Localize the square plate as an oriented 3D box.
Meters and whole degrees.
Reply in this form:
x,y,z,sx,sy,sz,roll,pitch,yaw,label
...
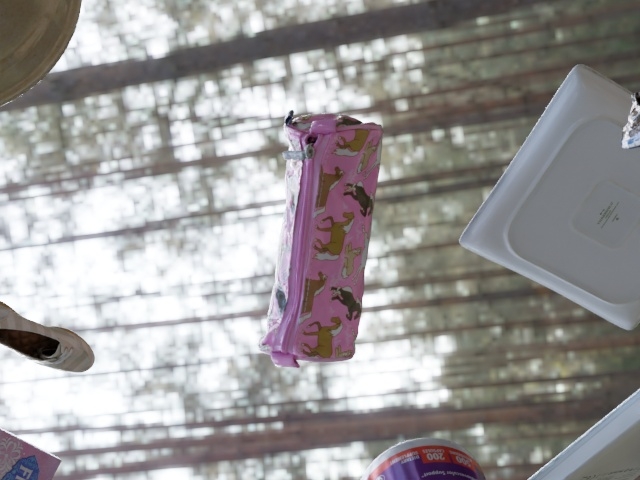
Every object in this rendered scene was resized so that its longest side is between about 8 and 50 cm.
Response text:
x,y,z,sx,sy,sz,roll,pitch,yaw,label
0.451,-0.052,2.344,0.347,0.344,0.049,-58,15,21,square plate

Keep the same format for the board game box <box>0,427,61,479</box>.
x,y,z,sx,sy,sz,roll,pitch,yaw,label
-0.528,0.341,1.840,0.318,0.066,0.319,35,-102,-34,board game box

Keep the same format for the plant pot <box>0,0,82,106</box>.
x,y,z,sx,sy,sz,roll,pitch,yaw,label
-0.459,-0.340,1.714,0.305,0.333,0.334,94,172,-80,plant pot

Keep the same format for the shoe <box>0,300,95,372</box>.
x,y,z,sx,sy,sz,roll,pitch,yaw,label
-0.456,0.167,2.397,0.219,0.076,0.058,30,-161,-31,shoe

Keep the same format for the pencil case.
x,y,z,sx,sy,sz,roll,pitch,yaw,label
0.000,0.000,2.277,0.160,0.167,0.386,-153,67,-64,pencil case

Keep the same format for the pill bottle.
x,y,z,sx,sy,sz,roll,pitch,yaw,label
0.161,0.414,1.932,0.323,0.181,0.182,-110,0,-59,pill bottle

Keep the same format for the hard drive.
x,y,z,sx,sy,sz,roll,pitch,yaw,label
0.402,0.248,1.895,0.203,0.307,0.040,0,-128,-45,hard drive

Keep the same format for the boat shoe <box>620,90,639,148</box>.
x,y,z,sx,sy,sz,roll,pitch,yaw,label
0.412,-0.154,1.820,0.183,0.066,0.066,154,102,-78,boat shoe
